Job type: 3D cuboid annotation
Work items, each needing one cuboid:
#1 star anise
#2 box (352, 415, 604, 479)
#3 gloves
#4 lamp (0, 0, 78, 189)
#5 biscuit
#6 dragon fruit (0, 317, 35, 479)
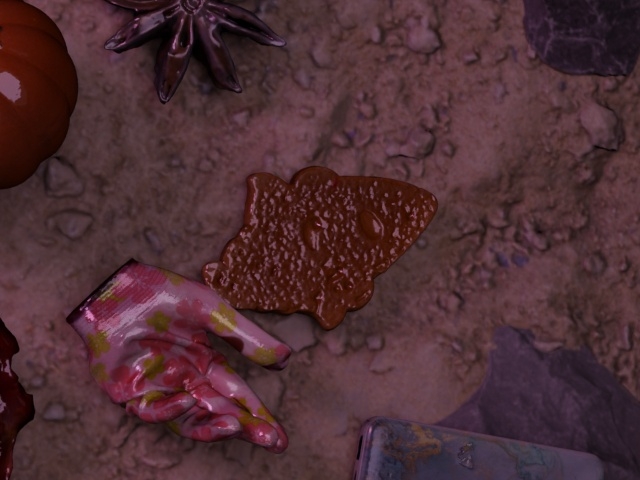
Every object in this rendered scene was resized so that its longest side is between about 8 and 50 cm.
[{"bbox_3d":[-0.124,-0.251,1.821,0.231,0.089,0.209,-14,101,-15],"label":"star anise"},{"bbox_3d":[0.167,0.278,1.892,0.285,0.044,0.142,12,84,-18],"label":"box"},{"bbox_3d":[-0.131,0.129,1.760,0.241,0.126,0.145,48,46,-6],"label":"gloves"},{"bbox_3d":[-0.339,-0.141,1.670,0.223,0.196,0.223,-4,57,6],"label":"lamp"},{"bbox_3d":[0.000,0.000,1.863,0.280,0.043,0.183,-23,95,-26],"label":"biscuit"},{"bbox_3d":[-0.429,0.216,1.659,0.329,0.228,0.286,-57,137,-36],"label":"dragon fruit"}]
